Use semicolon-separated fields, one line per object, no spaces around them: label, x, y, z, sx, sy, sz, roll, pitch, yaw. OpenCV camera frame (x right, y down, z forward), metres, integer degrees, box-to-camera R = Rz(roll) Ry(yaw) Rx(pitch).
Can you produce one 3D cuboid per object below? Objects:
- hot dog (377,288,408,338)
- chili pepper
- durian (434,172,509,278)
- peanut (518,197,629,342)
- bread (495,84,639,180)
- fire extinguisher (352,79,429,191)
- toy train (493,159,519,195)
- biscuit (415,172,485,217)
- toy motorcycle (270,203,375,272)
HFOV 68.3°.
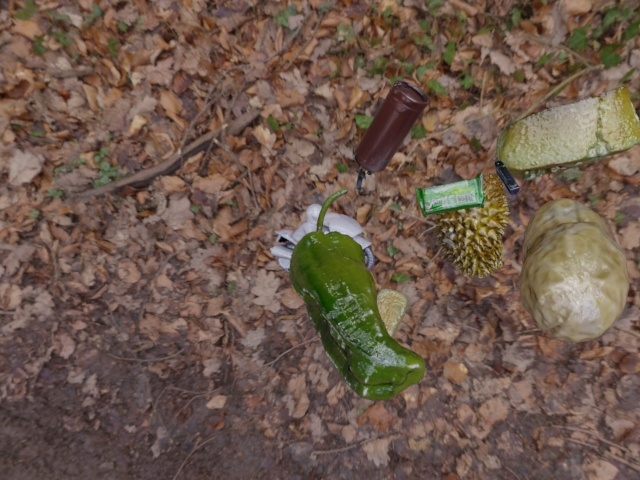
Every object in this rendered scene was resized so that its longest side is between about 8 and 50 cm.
hot dog;0.127;0.220;1.089;0.084;0.073;0.243;22;54;15
chili pepper;0.013;0.039;0.395;0.073;0.072;0.204;3;39;-25
durian;0.307;-0.018;1.010;0.183;0.250;0.138;21;52;37
peanut;0.206;0.014;0.389;0.080;0.174;0.080;10;120;17
bread;0.470;-0.195;0.920;0.256;0.186;0.124;-18;86;9
fire extinguisher;0.152;-0.247;1.147;0.104;0.104;0.269;41;129;10
toy train;0.331;-0.113;0.842;0.017;0.017;0.083;-18;45;9
biscuit;0.171;-0.057;0.621;0.089;0.016;0.046;-10;77;21
toy motorcycle;0.000;0.000;1.071;0.260;0.110;0.171;-2;104;33
